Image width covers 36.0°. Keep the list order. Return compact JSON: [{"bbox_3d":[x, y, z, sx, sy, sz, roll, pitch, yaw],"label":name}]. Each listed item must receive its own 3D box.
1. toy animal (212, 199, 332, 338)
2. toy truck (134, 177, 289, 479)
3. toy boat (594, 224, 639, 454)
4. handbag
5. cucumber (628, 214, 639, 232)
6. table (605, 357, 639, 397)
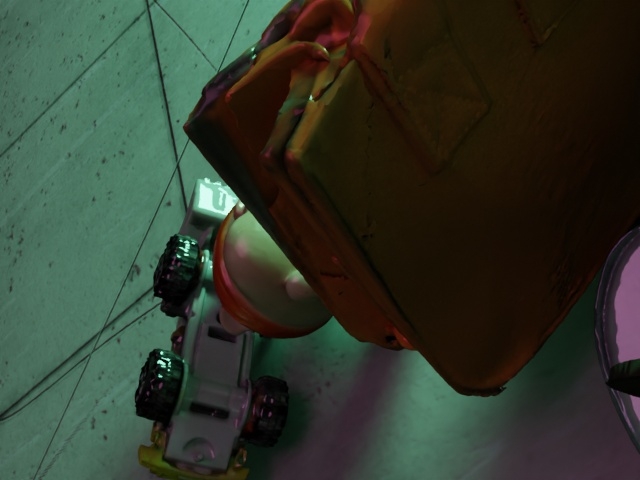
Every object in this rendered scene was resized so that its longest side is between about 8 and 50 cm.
[{"bbox_3d":[0.000,0.000,0.841,0.197,0.171,0.171,-10,58,26],"label":"toy animal"},{"bbox_3d":[-0.098,0.085,0.918,0.111,0.136,0.286,129,153,-54],"label":"toy truck"},{"bbox_3d":[0.251,0.078,0.623,0.134,0.079,0.208,-34,56,23],"label":"toy boat"},{"bbox_3d":[0.135,-0.123,0.632,0.410,0.303,0.116,-49,44,-12],"label":"handbag"},{"bbox_3d":[0.197,-0.015,0.751,0.167,0.039,0.039,5,69,44],"label":"cucumber"},{"bbox_3d":[0.269,0.200,0.387,0.317,0.317,0.249,3,77,46],"label":"table"}]
